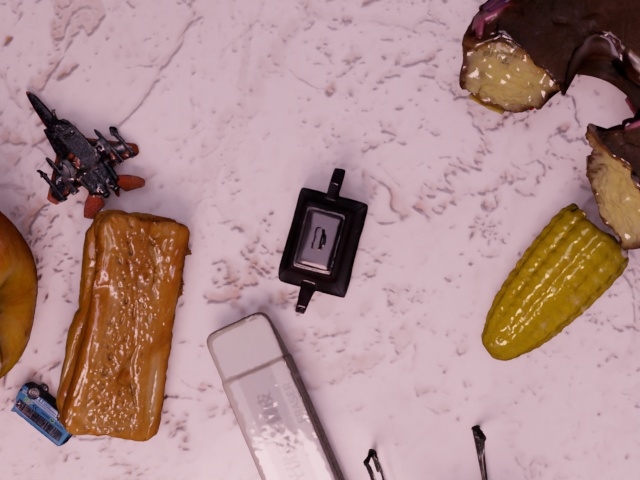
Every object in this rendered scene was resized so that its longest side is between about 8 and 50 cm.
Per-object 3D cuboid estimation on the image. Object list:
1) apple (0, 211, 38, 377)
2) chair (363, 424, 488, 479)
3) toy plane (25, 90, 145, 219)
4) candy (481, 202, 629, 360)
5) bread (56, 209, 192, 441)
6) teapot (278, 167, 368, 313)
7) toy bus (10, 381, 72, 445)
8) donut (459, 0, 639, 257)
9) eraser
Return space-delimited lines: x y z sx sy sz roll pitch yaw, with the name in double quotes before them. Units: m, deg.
"apple" -0.455 0.058 1.500 0.301 0.301 0.301 0 88 5
"chair" 0.142 0.339 1.506 0.140 0.145 0.221 -12 88 5
"toy plane" -0.301 -0.116 1.598 0.130 0.061 0.189 -35 82 -20
"candy" 0.261 0.058 1.529 0.106 0.094 0.199 36 101 -31
"bread" -0.229 0.101 1.569 0.139 0.077 0.271 8 92 -27
"teapot" 0.000 0.000 1.551 0.087 0.096 0.177 15 89 5
"toy bus" -0.334 0.210 1.603 0.083 0.038 0.046 38 95 6
"donut" 0.335 -0.171 1.483 0.345 0.136 0.259 45 65 8
"eraser" -0.031 0.258 1.564 0.089 0.061 0.352 -24 86 4
